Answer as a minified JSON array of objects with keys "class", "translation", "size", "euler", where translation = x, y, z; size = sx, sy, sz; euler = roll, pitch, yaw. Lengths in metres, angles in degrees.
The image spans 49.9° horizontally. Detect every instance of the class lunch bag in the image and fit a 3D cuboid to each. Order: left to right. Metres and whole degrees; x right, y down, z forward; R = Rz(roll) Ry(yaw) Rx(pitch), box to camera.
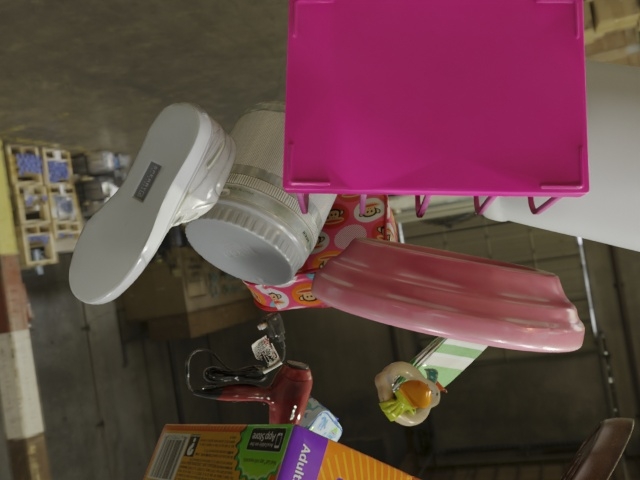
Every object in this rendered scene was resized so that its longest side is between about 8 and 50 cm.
[{"class":"lunch bag","translation":[-0.038,0.478,1.680],"size":[0.090,0.176,0.219],"euler":[35,166,30]},{"class":"lunch bag","translation":[0.000,0.000,1.326],"size":[0.293,0.258,0.120],"euler":[-7,137,14]}]

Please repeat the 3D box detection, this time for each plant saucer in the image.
[{"class":"plant saucer","translation":[0.157,0.057,0.854],"size":[0.333,0.084,0.332],"euler":[11,-178,0]},{"class":"plant saucer","translation":[0.520,0.474,1.372],"size":[0.050,0.310,0.311],"euler":[33,-163,22]}]

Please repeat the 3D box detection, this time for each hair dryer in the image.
[{"class":"hair dryer","translation":[-0.125,0.303,1.389],"size":[0.224,0.293,0.080],"euler":[-29,-165,-10]}]

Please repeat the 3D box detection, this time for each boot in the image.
[{"class":"boot","translation":[-0.186,-0.031,0.821],"size":[0.095,0.258,0.123],"euler":[33,180,24]}]

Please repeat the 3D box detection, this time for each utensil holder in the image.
[{"class":"utensil holder","translation":[0.520,-0.152,1.218],"size":[0.386,0.327,0.328],"euler":[16,-169,29]}]

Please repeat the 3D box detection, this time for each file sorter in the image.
[{"class":"file sorter","translation":[0.115,-0.132,0.756],"size":[0.291,0.202,0.182],"euler":[1,171,3]}]

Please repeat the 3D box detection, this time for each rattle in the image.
[{"class":"rattle","translation":[0.214,0.276,1.337],"size":[0.200,0.130,0.142],"euler":[3,136,-36]}]

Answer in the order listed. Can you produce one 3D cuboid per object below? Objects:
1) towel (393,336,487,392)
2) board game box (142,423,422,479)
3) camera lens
[{"class":"towel","translation":[0.360,0.314,1.914],"size":[0.248,0.038,0.324],"euler":[19,117,-47]},{"class":"board game box","translation":[-0.042,0.462,0.865],"size":[0.356,0.356,0.357],"euler":[32,151,-25]},{"class":"camera lens","translation":[-0.087,-0.087,1.201],"size":[0.220,0.274,0.219],"euler":[18,151,10]}]
